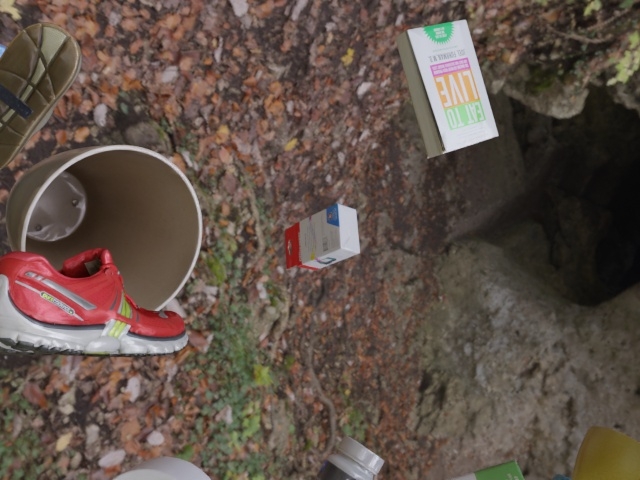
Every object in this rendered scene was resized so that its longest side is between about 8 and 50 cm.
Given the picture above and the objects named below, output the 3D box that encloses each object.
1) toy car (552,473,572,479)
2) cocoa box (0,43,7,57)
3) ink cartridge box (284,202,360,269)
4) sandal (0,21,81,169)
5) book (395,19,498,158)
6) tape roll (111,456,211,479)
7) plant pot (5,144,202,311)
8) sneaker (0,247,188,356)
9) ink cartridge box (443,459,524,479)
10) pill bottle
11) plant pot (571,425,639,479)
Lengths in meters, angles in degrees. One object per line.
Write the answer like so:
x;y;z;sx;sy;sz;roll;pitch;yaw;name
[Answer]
0.384;0.469;0.838;0.219;0.210;0.238;-67;155;-11;toy car
-0.614;-0.165;0.919;0.231;0.228;0.347;19;95;-31;cocoa box
0.000;0.000;1.701;0.078;0.231;0.134;14;63;-41;ink cartridge box
-0.277;-0.121;0.532;0.180;0.049;0.072;-39;109;12;sandal
0.151;-0.180;0.706;0.096;0.035;0.144;-20;95;-28;book
-0.342;0.609;1.251;0.286;0.286;0.100;-56;168;4;tape roll
-0.363;-0.032;0.905;0.256;0.274;0.257;-17;115;-41;plant pot
-0.237;0.069;0.664;0.279;0.107;0.119;29;60;-67;sneaker
0.133;0.350;0.627;0.219;0.160;0.093;-19;132;7;ink cartridge box
0.026;0.345;0.819;0.137;0.078;0.078;-57;145;-16;pill bottle
0.344;0.296;0.687;0.095;0.134;0.134;-45;143;-15;plant pot
